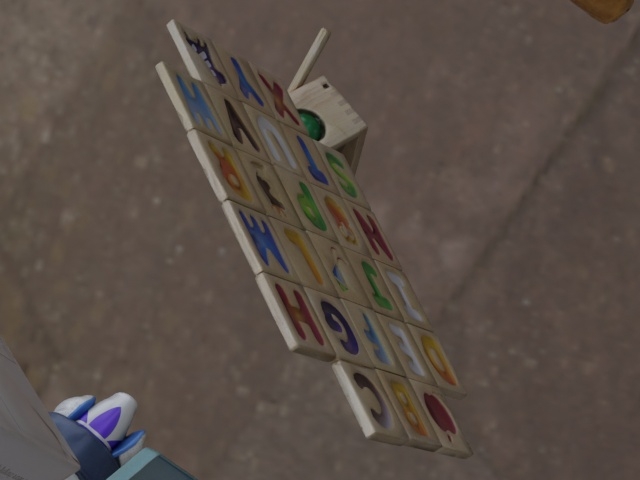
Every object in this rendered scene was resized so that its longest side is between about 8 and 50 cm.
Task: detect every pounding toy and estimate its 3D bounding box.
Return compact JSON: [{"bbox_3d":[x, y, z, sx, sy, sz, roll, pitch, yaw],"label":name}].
[{"bbox_3d":[-0.025,-0.102,1.816,0.100,0.130,0.141,51,155,20],"label":"pounding toy"}]

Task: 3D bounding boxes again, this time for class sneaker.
[{"bbox_3d":[-0.276,0.231,1.860,0.130,0.323,0.236,38,84,7],"label":"sneaker"}]

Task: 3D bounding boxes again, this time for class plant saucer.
[{"bbox_3d":[-0.146,0.220,1.683,0.067,0.192,0.018,-40,71,-3],"label":"plant saucer"}]

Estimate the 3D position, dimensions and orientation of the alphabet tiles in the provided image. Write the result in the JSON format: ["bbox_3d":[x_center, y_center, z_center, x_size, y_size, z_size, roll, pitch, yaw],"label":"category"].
[{"bbox_3d":[0.000,0.000,1.365,0.011,0.285,0.342,-33,66,16],"label":"alphabet tiles"}]

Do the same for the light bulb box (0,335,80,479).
[{"bbox_3d":[-0.427,0.104,1.333,0.361,0.225,0.358,-33,72,-1],"label":"light bulb box"}]

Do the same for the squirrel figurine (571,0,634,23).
[{"bbox_3d":[0.212,-0.425,1.495,0.370,0.281,0.397,-45,46,35],"label":"squirrel figurine"}]
